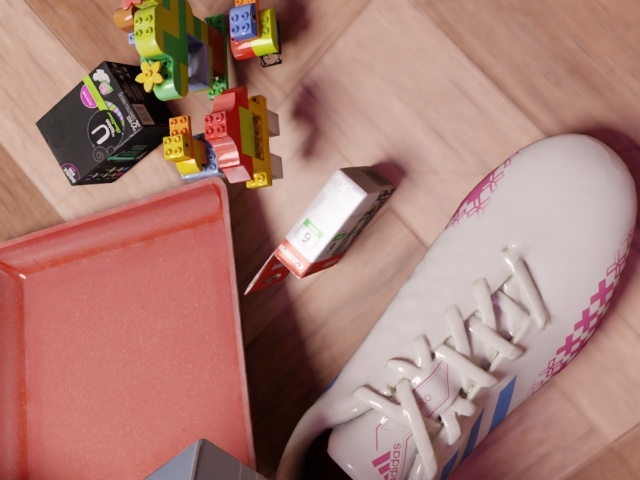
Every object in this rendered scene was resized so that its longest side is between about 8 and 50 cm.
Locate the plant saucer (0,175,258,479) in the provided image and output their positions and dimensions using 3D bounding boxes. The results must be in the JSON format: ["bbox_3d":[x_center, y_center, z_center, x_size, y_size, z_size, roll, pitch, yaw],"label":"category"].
[{"bbox_3d":[-0.159,0.107,0.578,0.258,0.047,0.259,-14,74,23],"label":"plant saucer"}]

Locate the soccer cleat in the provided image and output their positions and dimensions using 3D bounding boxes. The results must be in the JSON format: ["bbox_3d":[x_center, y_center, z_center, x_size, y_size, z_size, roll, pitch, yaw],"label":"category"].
[{"bbox_3d":[0.078,0.084,0.461,0.116,0.143,0.331,37,110,11],"label":"soccer cleat"}]

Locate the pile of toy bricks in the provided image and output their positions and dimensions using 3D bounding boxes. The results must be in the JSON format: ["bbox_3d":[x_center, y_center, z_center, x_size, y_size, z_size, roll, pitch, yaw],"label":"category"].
[{"bbox_3d":[-0.095,-0.139,0.499,0.118,0.105,0.212,-7,83,21],"label":"pile of toy bricks"}]

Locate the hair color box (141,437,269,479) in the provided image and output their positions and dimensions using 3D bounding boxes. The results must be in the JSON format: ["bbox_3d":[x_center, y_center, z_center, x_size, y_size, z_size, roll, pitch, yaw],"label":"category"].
[{"bbox_3d":[0.000,0.293,0.445,0.185,0.114,0.374,-38,116,22],"label":"hair color box"}]

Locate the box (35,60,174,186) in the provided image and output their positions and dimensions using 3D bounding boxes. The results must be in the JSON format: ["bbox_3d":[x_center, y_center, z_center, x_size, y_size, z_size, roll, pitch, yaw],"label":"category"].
[{"bbox_3d":[-0.167,-0.090,0.581,0.083,0.052,0.062,-33,84,23],"label":"box"}]

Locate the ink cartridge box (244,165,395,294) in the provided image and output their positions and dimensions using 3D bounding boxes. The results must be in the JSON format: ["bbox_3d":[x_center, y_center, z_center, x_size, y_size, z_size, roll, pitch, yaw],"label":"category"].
[{"bbox_3d":[0.000,0.000,0.523,0.029,0.063,0.115,42,111,13],"label":"ink cartridge box"}]
